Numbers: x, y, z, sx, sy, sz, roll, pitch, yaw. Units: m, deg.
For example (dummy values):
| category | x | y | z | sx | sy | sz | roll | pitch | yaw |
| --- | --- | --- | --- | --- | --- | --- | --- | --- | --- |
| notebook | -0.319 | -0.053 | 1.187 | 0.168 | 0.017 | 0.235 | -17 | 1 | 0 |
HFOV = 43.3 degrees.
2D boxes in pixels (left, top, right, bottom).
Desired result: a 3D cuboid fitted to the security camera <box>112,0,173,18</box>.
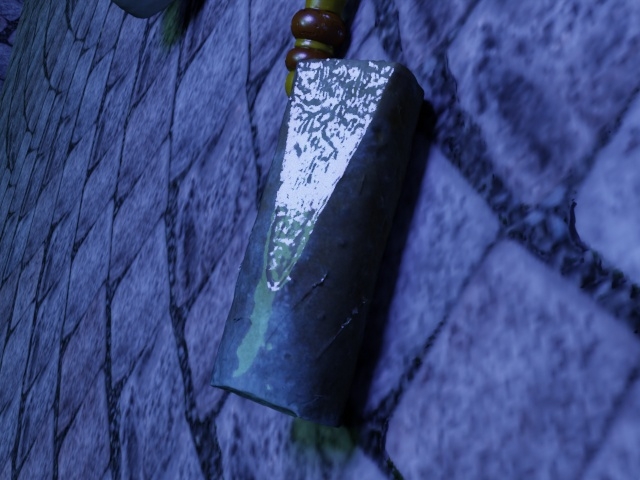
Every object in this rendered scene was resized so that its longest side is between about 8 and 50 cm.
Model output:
| category | x | y | z | sx | sy | sz | roll | pitch | yaw |
| --- | --- | --- | --- | --- | --- | --- | --- | --- | --- |
| security camera | -0.098 | -0.322 | 0.726 | 0.301 | 0.080 | 0.157 | -27 | 48 | 40 |

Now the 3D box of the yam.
| category | x | y | z | sx | sy | sz | roll | pitch | yaw |
| --- | --- | --- | --- | --- | --- | --- | --- | --- | --- |
| yam | 0.000 | 0.000 | 0.372 | 0.068 | 0.068 | 0.170 | 6 | 80 | 61 |

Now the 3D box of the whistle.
| category | x | y | z | sx | sy | sz | roll | pitch | yaw |
| --- | --- | --- | --- | --- | --- | --- | --- | --- | --- |
| whistle | -0.006 | -0.133 | 0.486 | 0.057 | 0.046 | 0.109 | 25 | 102 | 47 |
